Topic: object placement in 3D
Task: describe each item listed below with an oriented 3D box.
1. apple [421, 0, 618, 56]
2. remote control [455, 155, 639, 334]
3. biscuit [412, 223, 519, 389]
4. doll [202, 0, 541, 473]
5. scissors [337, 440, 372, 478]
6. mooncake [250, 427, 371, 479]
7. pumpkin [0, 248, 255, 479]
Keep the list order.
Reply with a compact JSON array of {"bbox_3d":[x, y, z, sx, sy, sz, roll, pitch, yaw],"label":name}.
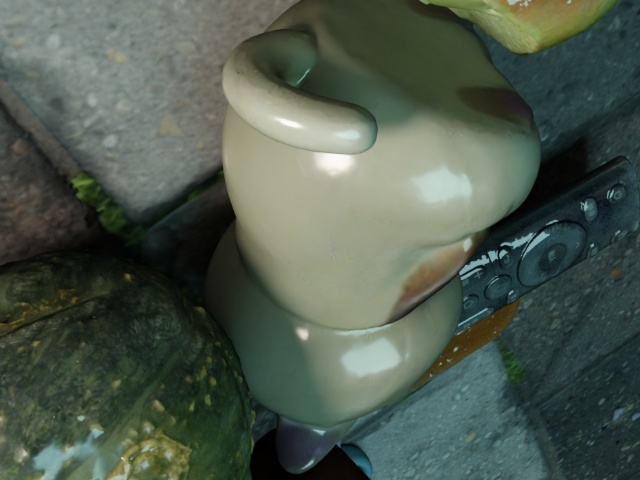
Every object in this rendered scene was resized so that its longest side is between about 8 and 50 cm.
[{"bbox_3d":[0.119,-0.218,0.663,0.174,0.188,0.207,-20,130,-21],"label":"apple"},{"bbox_3d":[0.143,0.043,1.053,0.377,0.044,0.107,-28,143,-8],"label":"remote control"},{"bbox_3d":[0.120,0.069,1.121,0.192,0.036,0.186,-31,141,-8],"label":"biscuit"},{"bbox_3d":[0.025,-0.019,0.797,0.226,0.215,0.370,-20,144,-22],"label":"doll"},{"bbox_3d":[-0.006,0.187,1.151,0.193,0.029,0.447,-18,140,-25],"label":"scissors"},{"bbox_3d":[-0.069,0.302,0.881,0.174,0.326,0.334,50,52,-36],"label":"mooncake"},{"bbox_3d":[-0.194,0.163,0.750,0.328,0.257,0.291,-24,106,17],"label":"pumpkin"}]
